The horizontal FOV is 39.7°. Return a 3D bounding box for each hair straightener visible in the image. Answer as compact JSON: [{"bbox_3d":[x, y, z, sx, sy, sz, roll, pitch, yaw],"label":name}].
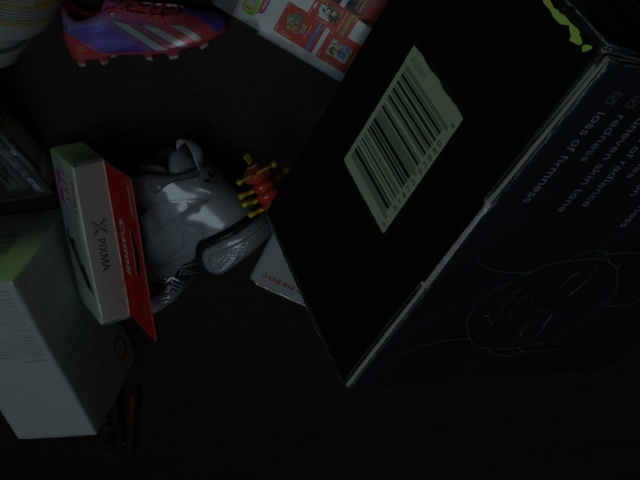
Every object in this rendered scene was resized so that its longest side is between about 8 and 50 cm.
[{"bbox_3d":[-0.418,0.373,1.814,0.089,0.047,0.230,13,131,2],"label":"hair straightener"}]

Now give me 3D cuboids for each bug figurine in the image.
[{"bbox_3d":[0.027,-0.083,1.283,0.279,0.072,0.216,-33,99,1],"label":"bug figurine"}]

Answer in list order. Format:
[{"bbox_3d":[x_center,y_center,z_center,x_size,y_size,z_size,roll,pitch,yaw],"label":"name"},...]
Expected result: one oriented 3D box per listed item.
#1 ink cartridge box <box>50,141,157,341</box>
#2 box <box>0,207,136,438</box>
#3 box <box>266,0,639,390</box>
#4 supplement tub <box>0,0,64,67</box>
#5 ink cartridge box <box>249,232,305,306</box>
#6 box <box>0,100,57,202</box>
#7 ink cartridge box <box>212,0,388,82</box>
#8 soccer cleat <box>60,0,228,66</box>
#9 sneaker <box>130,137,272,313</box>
[{"bbox_3d":[-0.342,0.005,1.389,0.060,0.239,0.275,-16,115,-26],"label":"ink cartridge box"},{"bbox_3d":[-0.489,0.149,1.554,0.168,0.215,0.345,-7,123,17],"label":"box"},{"bbox_3d":[0.268,-0.084,1.054,0.471,0.297,0.480,4,135,-34],"label":"box"},{"bbox_3d":[-0.413,-0.406,1.120,0.241,0.241,0.331,33,124,-13],"label":"supplement tub"},{"bbox_3d":[0.000,0.000,1.421,0.154,0.093,0.212,25,124,-6],"label":"ink cartridge box"},{"bbox_3d":[-0.553,-0.147,1.405,0.183,0.056,0.231,-7,144,18],"label":"box"},{"bbox_3d":[0.060,-0.356,1.048,0.271,0.130,0.309,29,125,-10],"label":"ink cartridge box"},{"bbox_3d":[-0.255,-0.308,1.262,0.248,0.083,0.095,-4,120,18],"label":"soccer cleat"},{"bbox_3d":[-0.251,-0.022,1.437,0.366,0.137,0.210,-28,103,40],"label":"sneaker"}]
